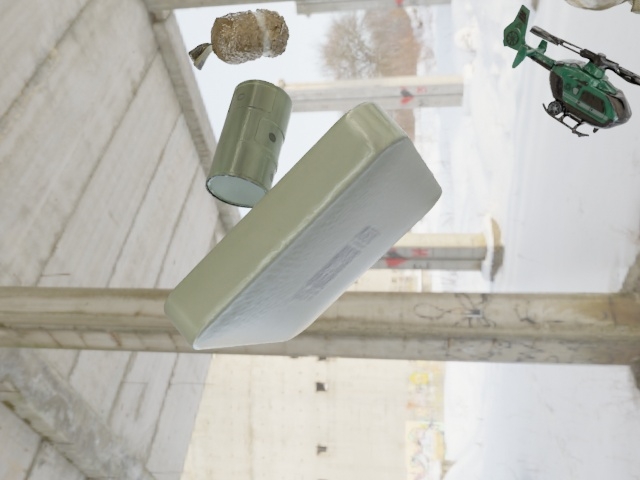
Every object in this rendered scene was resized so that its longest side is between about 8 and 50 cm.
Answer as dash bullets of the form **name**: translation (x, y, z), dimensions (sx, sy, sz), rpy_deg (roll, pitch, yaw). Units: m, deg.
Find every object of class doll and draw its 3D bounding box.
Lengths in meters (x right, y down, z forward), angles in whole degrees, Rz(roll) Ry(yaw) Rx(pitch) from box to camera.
- **doll**: translation (-0.175, -0.431, 1.254), dimensions (0.115, 0.221, 0.105), rpy_deg (-110, 10, -80)

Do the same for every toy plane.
- **toy plane**: translation (0.541, -0.353, 1.269), dimensions (0.106, 0.382, 0.155), rpy_deg (-23, -33, -37)

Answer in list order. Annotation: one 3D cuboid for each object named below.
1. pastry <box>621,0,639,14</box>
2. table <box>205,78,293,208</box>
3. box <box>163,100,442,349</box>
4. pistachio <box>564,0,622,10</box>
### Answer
- **pastry**: translation (0.689, -0.558, 1.073), dimensions (0.330, 0.329, 0.136), rpy_deg (79, -159, -49)
- **table**: translation (-0.135, -0.186, 1.144), dimensions (0.126, 0.126, 0.220), rpy_deg (72, -154, -62)
- **box**: translation (0.000, 0.000, 0.833), dimensions (0.090, 0.373, 0.367), rpy_deg (47, -172, 18)
- **pistachio**: translation (0.421, -0.410, 0.894), dimensions (0.185, 0.126, 0.108), rpy_deg (-23, -79, -68)
